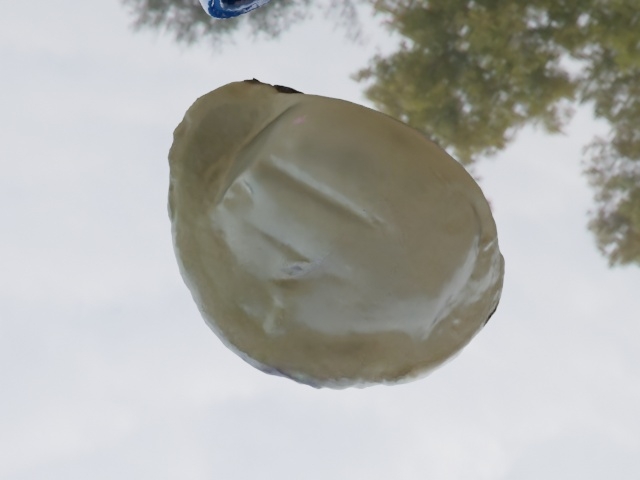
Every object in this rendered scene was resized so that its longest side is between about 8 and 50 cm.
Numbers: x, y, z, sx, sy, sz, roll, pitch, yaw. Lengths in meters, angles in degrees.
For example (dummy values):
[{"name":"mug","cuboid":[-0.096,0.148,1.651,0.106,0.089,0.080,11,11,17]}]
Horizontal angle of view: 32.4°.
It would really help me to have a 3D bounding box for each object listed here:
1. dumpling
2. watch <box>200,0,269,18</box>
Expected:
[{"name":"dumpling","cuboid":[0.002,0.003,0.868,0.243,0.226,0.175,24,161,33]},{"name":"watch","cuboid":[-0.006,-0.215,0.591,0.200,0.196,0.171,-36,-102,-30]}]
